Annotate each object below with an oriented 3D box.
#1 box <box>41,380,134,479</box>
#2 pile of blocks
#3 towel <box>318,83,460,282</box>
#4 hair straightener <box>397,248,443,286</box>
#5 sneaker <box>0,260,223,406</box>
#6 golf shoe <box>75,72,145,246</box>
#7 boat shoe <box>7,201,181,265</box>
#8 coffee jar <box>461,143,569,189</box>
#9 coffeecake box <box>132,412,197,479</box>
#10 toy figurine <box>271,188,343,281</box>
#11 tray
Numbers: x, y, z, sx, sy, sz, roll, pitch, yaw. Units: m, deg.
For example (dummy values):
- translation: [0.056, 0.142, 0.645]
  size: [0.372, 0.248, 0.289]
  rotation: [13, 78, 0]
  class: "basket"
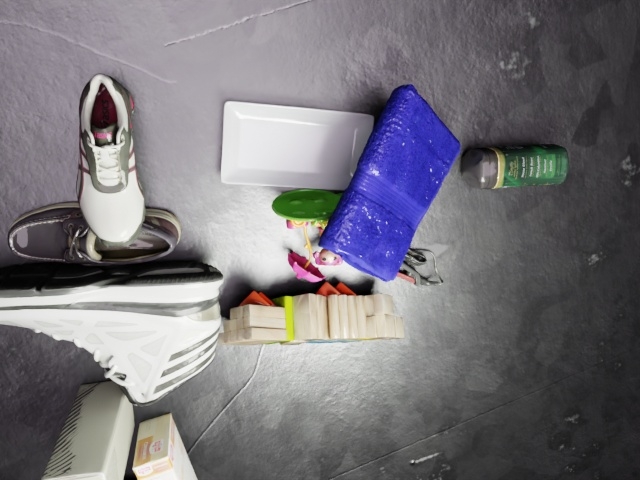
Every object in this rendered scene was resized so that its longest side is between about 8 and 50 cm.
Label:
- translation: [-0.391, 0.361, 0.961]
  size: [0.094, 0.275, 0.113]
  rotation: [-5, 106, -10]
  class: "box"
- translation: [-0.013, 0.141, 1.077]
  size: [0.363, 0.149, 0.112]
  rotation: [3, 74, -20]
  class: "pile of blocks"
- translation: [0.134, -0.086, 0.969]
  size: [0.228, 0.076, 0.308]
  rotation: [28, 87, -55]
  class: "towel"
- translation: [0.156, 0.031, 1.101]
  size: [0.231, 0.047, 0.089]
  rotation: [24, 100, -18]
  class: "hair straightener"
- translation: [-0.394, 0.177, 0.953]
  size: [0.448, 0.169, 0.257]
  rotation: [0, 103, -12]
  class: "sneaker"
- translation: [-0.340, -0.124, 0.872]
  size: [0.105, 0.120, 0.272]
  rotation: [-6, 89, -14]
  class: "golf shoe"
- translation: [-0.386, -0.006, 0.948]
  size: [0.286, 0.092, 0.102]
  rotation: [0, 106, -12]
  class: "boat shoe"
- translation: [0.371, -0.143, 1.069]
  size: [0.185, 0.096, 0.079]
  rotation: [-5, 105, -11]
  class: "coffee jar"
- translation: [-0.296, 0.460, 1.082]
  size: [0.068, 0.142, 0.185]
  rotation: [-17, 109, -7]
  class: "coffeecake box"
- translation: [0.000, 0.000, 1.029]
  size: [0.173, 0.130, 0.159]
  rotation: [-5, 119, -8]
  class: "toy figurine"
- translation: [-0.042, -0.168, 1.007]
  size: [0.271, 0.030, 0.145]
  rotation: [3, 105, -13]
  class: "tray"
